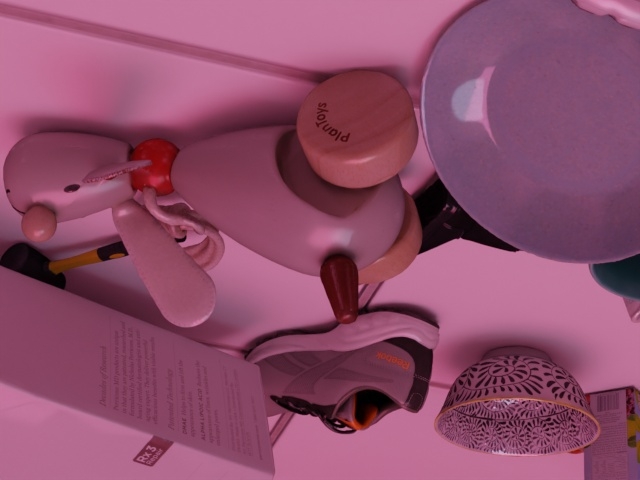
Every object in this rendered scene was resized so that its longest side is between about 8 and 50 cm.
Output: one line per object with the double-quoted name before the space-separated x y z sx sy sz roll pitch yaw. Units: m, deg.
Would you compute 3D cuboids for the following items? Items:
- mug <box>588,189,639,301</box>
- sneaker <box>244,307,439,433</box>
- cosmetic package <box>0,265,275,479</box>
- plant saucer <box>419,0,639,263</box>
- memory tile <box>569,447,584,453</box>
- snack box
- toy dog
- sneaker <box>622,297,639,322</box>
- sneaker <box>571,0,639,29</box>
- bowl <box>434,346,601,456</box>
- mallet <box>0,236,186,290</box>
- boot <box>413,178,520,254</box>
"mug" 0.267 -0.029 0.783 0.158 0.097 0.129 -19 142 36
"sneaker" 0.005 0.151 1.141 0.100 0.108 0.271 27 146 -36
"cosmetic package" -0.260 0.172 1.032 0.385 0.156 0.217 22 122 -28
"plant saucer" 0.159 -0.076 0.719 0.195 0.037 0.195 19 129 24
"memory tile" 0.267 0.233 1.336 0.113 0.012 0.148 -3 150 16
"snack box" 0.360 0.292 1.225 0.070 0.207 0.174 -17 143 35
"toy dog" -0.074 -0.008 0.806 0.333 0.161 0.220 -14 137 29
"sneaker" 0.344 0.026 0.870 0.212 0.094 0.080 -10 146 25
"sneaker" 0.082 -0.202 0.542 0.281 0.105 0.115 16 120 -14
"bowl" 0.204 0.161 1.149 0.170 0.080 0.170 4 151 2
"mallet" -0.212 0.010 1.007 0.189 0.039 0.062 -19 140 29
"boot" 0.120 -0.011 0.901 0.099 0.045 0.121 12 153 -22
